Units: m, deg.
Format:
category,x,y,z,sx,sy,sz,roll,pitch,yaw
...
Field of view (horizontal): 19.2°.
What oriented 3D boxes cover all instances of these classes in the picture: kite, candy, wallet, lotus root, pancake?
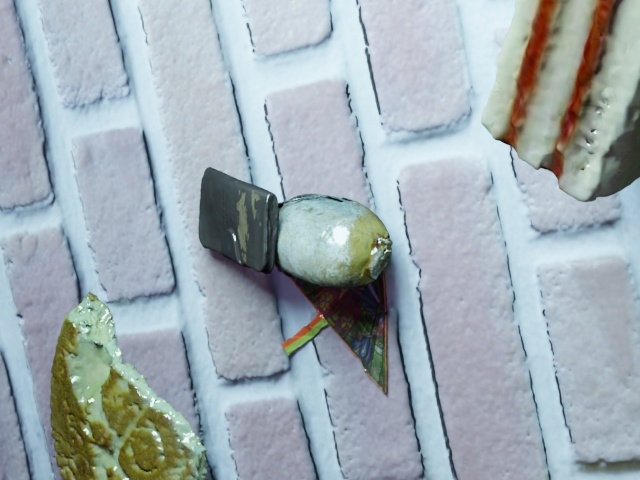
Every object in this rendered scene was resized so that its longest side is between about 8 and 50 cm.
category,x,y,z,sx,sy,sz,roll,pitch,yaw
kite,0.012,0.059,1.780,0.190,0.010,0.159,48,123,18
candy,0.249,-0.200,1.402,0.135,0.179,0.321,39,138,24
wallet,-0.078,-0.019,1.776,0.156,0.018,0.082,26,115,61
lotus root,-0.001,-0.002,1.732,0.165,0.088,0.088,15,109,44
pancake,-0.183,0.233,1.934,0.197,0.054,0.377,-15,93,38
